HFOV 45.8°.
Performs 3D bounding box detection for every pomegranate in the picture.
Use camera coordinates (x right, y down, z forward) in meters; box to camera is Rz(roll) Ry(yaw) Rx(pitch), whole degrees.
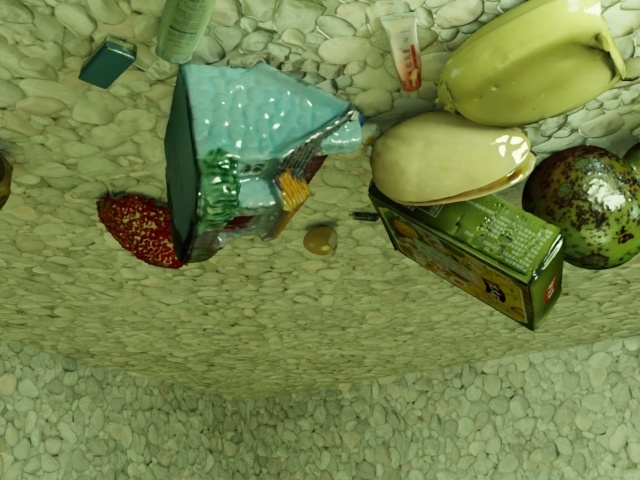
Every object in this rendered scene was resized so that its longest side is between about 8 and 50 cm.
[{"bbox_3d":[0.616,-0.108,1.640,0.341,0.285,0.285,-39,152,0],"label":"pomegranate"}]

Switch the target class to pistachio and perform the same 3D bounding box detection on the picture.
[{"bbox_3d":[0.251,-0.158,1.473,0.318,0.213,0.193,1,148,30],"label":"pistachio"}]

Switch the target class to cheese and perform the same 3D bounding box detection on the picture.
[{"bbox_3d":[0.348,-0.295,1.304,0.316,0.128,0.259,-23,143,28],"label":"cheese"}]

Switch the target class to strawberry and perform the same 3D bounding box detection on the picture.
[{"bbox_3d":[-0.439,-0.005,1.912,0.306,0.137,0.233,17,152,-40],"label":"strawberry"}]

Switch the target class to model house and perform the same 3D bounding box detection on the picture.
[{"bbox_3d":[-0.109,-0.134,1.453,0.339,0.297,0.360,-6,159,-20],"label":"model house"}]

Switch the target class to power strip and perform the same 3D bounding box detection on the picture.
[{"bbox_3d":[-0.372,-0.309,1.322,0.056,0.032,0.123,17,151,-37],"label":"power strip"}]

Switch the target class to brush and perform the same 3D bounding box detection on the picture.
[{"bbox_3d":[0.664,-0.340,1.318,0.299,0.042,0.039,-16,114,29],"label":"brush"}]

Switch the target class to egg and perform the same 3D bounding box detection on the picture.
[{"bbox_3d":[0.000,0.000,2.024,0.097,0.080,0.080,5,162,26],"label":"egg"}]

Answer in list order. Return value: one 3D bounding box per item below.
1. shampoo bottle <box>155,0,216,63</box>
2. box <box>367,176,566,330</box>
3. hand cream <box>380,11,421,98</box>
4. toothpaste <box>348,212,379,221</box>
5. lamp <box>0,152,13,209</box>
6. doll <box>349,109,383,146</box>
[{"bbox_3d":[-0.213,-0.358,1.198,0.072,0.049,0.212,7,155,-23],"label":"shampoo bottle"},{"bbox_3d":[0.333,0.005,1.709,0.420,0.138,0.373,32,170,25],"label":"box"},{"bbox_3d":[0.153,-0.323,1.337,0.052,0.038,0.216,-31,151,-1],"label":"hand cream"},{"bbox_3d":[0.112,-0.061,1.962,0.083,0.019,0.027,5,132,-18],"label":"toothpaste"},{"bbox_3d":[-0.739,-0.119,1.596,0.161,0.161,0.185,15,152,-34],"label":"lamp"},{"bbox_3d":[0.038,-0.231,1.508,0.227,0.057,0.114,11,150,-19],"label":"doll"}]
